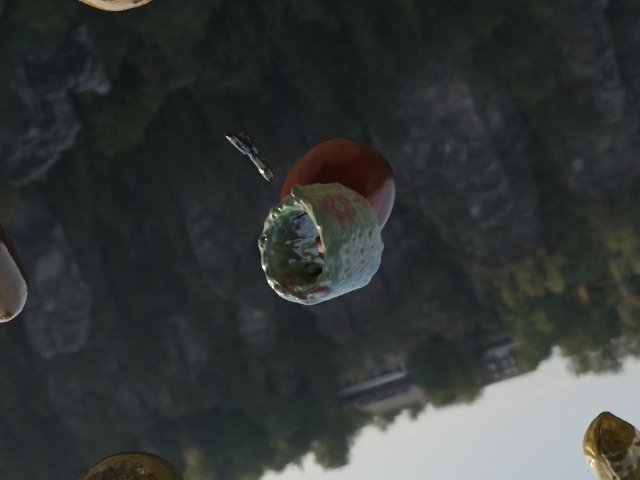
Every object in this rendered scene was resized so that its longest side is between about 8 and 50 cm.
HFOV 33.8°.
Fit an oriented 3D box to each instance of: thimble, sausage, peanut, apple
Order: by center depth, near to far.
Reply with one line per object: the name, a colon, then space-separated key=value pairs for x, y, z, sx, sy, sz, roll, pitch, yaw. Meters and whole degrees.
sausage: x=-0.519 y=0.004 z=1.558 sx=0.112 sy=0.112 sz=0.328 roll=-18 pitch=144 yaw=-6
thimble: x=0.000 y=0.000 z=1.838 sx=0.185 sy=0.211 sz=0.149 roll=10 pitch=-165 yaw=41
peanut: x=0.599 y=0.468 z=2.025 sx=0.147 sy=0.305 sz=0.147 roll=-22 pitch=-176 yaw=2
apple: x=0.035 y=-0.088 z=2.052 sx=0.218 sy=0.218 sz=0.201 roll=-22 pitch=-153 yaw=38

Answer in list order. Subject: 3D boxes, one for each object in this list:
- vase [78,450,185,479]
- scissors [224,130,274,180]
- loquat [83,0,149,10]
vase: x=-0.398 y=0.581 z=2.006 sx=0.329 sy=0.302 sz=0.241 roll=-15 pitch=131 yaw=-5
scissors: x=-0.111 y=-0.137 z=1.546 sx=0.017 sy=0.088 sz=0.220 roll=-33 pitch=172 yaw=4
loquat: x=-0.308 y=-0.459 z=1.583 sx=0.238 sy=0.238 sz=0.193 roll=-16 pitch=-163 yaw=-30
